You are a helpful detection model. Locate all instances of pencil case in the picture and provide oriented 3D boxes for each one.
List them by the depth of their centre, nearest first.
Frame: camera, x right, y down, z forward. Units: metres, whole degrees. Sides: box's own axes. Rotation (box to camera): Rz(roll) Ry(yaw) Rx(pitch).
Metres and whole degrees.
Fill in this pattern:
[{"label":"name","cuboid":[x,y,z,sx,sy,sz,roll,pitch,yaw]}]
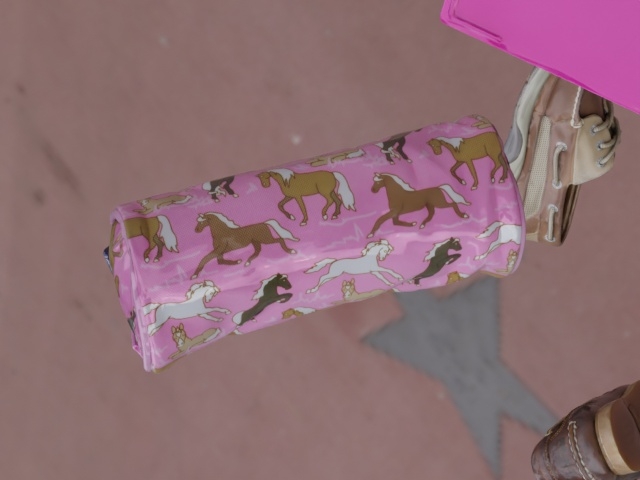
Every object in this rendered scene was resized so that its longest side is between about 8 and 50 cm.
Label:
[{"label":"pencil case","cuboid":[0.000,0.000,1.693,0.167,0.386,0.160,168,86,-80]}]

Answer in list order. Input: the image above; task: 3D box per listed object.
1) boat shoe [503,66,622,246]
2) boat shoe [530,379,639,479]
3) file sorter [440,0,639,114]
[{"label":"boat shoe","cuboid":[0.262,-0.119,1.925,0.116,0.123,0.324,27,139,9]},{"label":"boat shoe","cuboid":[0.215,0.147,1.370,0.073,0.207,0.073,-25,76,24]},{"label":"file sorter","cuboid":[0.264,-0.192,1.159,0.291,0.182,0.202,28,123,22]}]
